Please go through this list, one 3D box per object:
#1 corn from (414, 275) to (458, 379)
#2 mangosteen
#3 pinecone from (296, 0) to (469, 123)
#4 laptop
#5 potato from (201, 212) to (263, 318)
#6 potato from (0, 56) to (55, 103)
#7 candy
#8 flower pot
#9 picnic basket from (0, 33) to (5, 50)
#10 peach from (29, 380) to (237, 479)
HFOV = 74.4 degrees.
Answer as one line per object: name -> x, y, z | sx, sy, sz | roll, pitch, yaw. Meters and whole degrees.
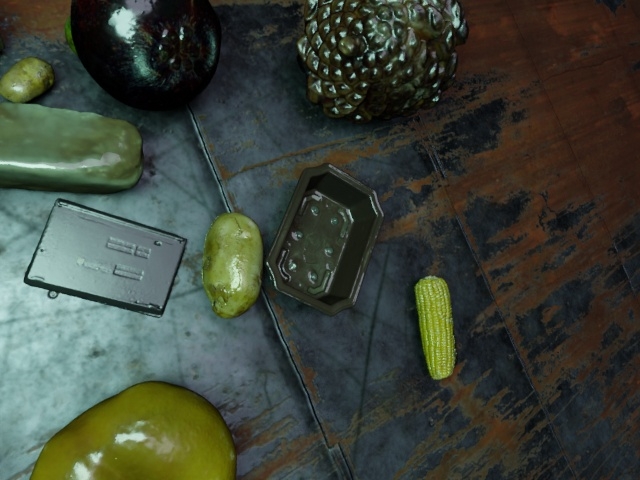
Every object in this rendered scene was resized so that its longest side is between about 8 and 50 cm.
corn -> 0.232, 0.172, 0.843 | 0.071, 0.072, 0.203 | -2, 82, -26
mangosteen -> -0.262, -0.309, 0.640 | 0.216, 0.216, 0.216 | 5, 77, -25
pinecone -> 0.118, -0.367, 0.787 | 0.295, 0.298, 0.242 | 0, 53, -43
laptop -> -0.316, 0.029, 0.636 | 0.197, 0.016, 0.135 | 19, 73, -21
potato -> -0.142, 0.038, 0.671 | 0.080, 0.107, 0.171 | 33, 59, -62
potato -> -0.431, -0.235, 0.620 | 0.051, 0.040, 0.083 | 34, 65, -3
candy -> -0.373, -0.124, 0.588 | 0.233, 0.104, 0.102 | 5, 78, -25
flower pot -> 0.000, 0.000, 0.757 | 0.178, 0.084, 0.251 | 28, 70, -19
picnic basket -> -0.558, -0.312, 0.505 | 0.266, 0.165, 0.139 | 39, 67, -13
peach -> -0.230, 0.315, 0.547 | 0.251, 0.153, 0.251 | 5, 75, -18
